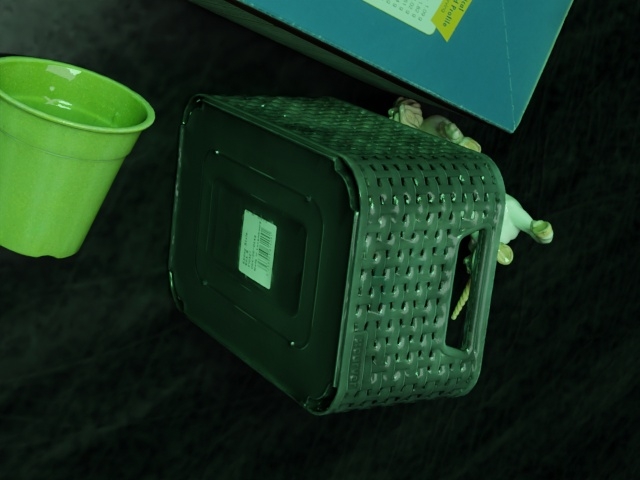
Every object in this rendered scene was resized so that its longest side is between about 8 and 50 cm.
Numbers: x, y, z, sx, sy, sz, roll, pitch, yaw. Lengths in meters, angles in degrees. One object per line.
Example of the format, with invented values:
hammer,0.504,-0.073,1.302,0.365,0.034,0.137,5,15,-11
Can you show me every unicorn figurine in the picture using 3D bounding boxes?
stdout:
unicorn figurine,0.089,-0.020,0.778,0.060,0.111,0.162,-25,106,-3

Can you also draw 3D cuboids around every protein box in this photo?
protein box,0.026,-0.188,0.647,0.201,0.136,0.200,20,95,-36

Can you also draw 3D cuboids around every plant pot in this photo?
plant pot,-0.131,-0.036,0.643,0.083,0.083,0.079,5,115,-34

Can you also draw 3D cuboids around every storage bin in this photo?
storage bin,0.000,0.000,0.669,0.084,0.180,0.122,-2,108,-31
